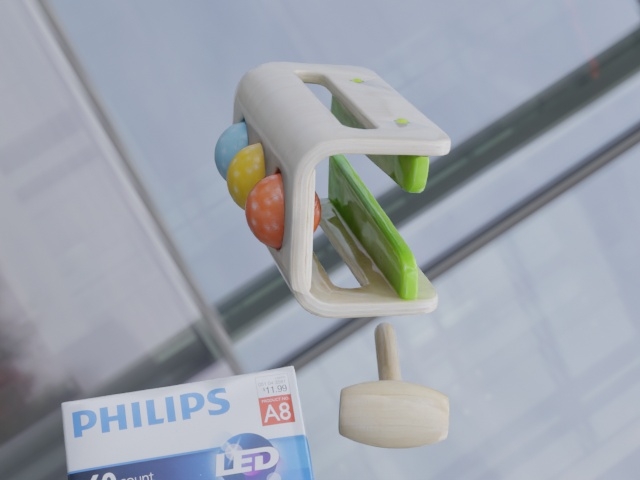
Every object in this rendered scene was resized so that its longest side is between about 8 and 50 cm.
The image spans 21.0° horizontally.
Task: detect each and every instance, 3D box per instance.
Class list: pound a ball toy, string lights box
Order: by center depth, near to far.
[{"bbox_3d":[-0.057,0.207,0.910,0.077,0.133,0.260,86,-6,-62],"label":"string lights box"},{"bbox_3d":[0.000,0.000,1.265,0.319,0.135,0.208,-122,-147,-69],"label":"pound a ball toy"}]
